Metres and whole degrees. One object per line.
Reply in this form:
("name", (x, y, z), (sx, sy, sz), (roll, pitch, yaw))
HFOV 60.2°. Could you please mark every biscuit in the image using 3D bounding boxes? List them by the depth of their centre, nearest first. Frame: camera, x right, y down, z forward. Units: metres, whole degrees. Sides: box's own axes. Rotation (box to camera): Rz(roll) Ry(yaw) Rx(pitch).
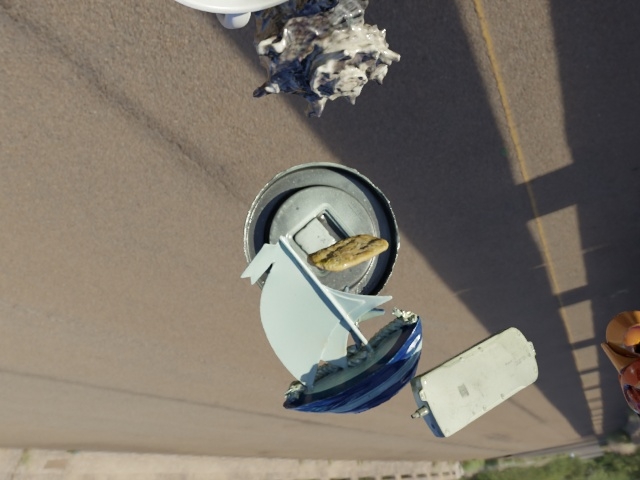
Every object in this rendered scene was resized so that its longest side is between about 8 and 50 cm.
("biscuit", (0.042, 0.017, 0.815), (0.071, 0.018, 0.147), (18, -152, 38))

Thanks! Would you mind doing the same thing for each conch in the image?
("conch", (0.009, -0.323, 0.895), (0.241, 0.186, 0.313), (6, 143, 11))

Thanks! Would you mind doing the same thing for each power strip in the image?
("power strip", (0.199, 0.183, 0.720), (0.227, 0.079, 0.029), (-18, 170, -31))

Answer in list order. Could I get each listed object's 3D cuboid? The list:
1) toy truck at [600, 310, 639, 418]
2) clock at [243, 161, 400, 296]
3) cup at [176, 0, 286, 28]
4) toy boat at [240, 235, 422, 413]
("toy truck", (0.791, 0.301, 1.307), (0.189, 0.239, 0.265), (-31, 132, 15))
("clock", (0.000, 0.000, 1.359), (0.387, 0.385, 0.076), (-3, 176, -11))
("cup", (-0.119, -0.435, 0.657), (0.260, 0.274, 0.356), (-14, 165, -16))
("toy boat", (0.028, 0.113, 0.723), (0.210, 0.070, 0.291), (-14, 115, -3))
